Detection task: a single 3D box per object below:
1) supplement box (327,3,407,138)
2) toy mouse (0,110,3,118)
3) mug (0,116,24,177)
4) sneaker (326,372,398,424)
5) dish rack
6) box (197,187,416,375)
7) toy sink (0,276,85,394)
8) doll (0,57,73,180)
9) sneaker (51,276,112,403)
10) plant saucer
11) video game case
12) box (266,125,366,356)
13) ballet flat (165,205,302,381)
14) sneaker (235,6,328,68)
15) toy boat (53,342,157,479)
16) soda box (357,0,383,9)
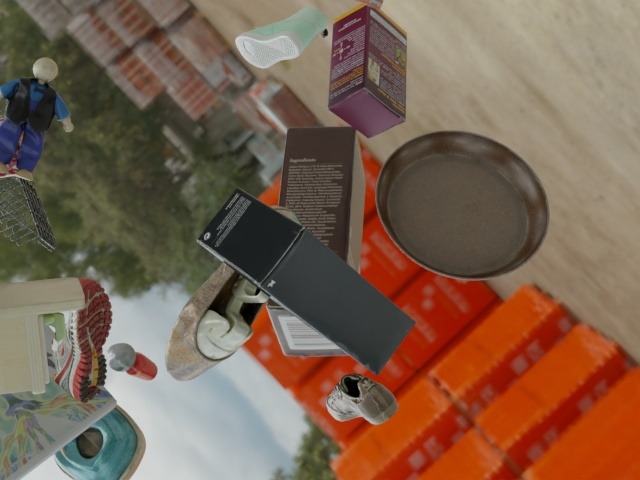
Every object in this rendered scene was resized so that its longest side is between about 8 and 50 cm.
[{"bbox_3d":[0.077,-0.273,1.761,0.104,0.081,0.188,32,-132,-37],"label":"supplement box"},{"bbox_3d":[-0.587,-0.188,1.857,0.143,0.161,0.031,59,152,2],"label":"toy mouse"},{"bbox_3d":[-0.547,-0.137,1.732,0.150,0.169,0.113,-90,-6,-75],"label":"mug"},{"bbox_3d":[0.051,0.223,1.626,0.071,0.066,0.188,56,156,-11],"label":"sneaker"},{"bbox_3d":[-0.654,-0.086,2.287,0.208,0.074,0.271,64,-173,32],"label":"dish rack"},{"bbox_3d":[-0.018,0.057,1.523,0.261,0.103,0.184,40,177,-38],"label":"box"},{"bbox_3d":[-0.447,0.140,1.543,0.153,0.234,0.131,-148,53,-70],"label":"toy sink"},{"bbox_3d":[-0.444,-0.190,1.695,0.129,0.189,0.046,16,178,-18],"label":"doll"},{"bbox_3d":[-0.419,0.166,1.877,0.093,0.225,0.088,21,-158,24],"label":"sneaker"},{"bbox_3d":[0.247,-0.057,1.942,0.310,0.310,0.050,47,155,20],"label":"plant saucer"},{"bbox_3d":[-0.590,0.283,2.003,0.300,0.329,0.036,45,141,10],"label":"video game case"},{"bbox_3d":[0.000,0.000,1.981,0.191,0.143,0.381,75,-165,-57],"label":"box"},{"bbox_3d":[-0.126,0.089,1.663,0.107,0.316,0.106,30,-179,-36],"label":"ballet flat"},{"bbox_3d":[-0.088,-0.499,2.681,0.256,0.151,0.094,7,133,49],"label":"sneaker"},{"bbox_3d":[-0.483,0.382,2.444,0.267,0.318,0.148,21,169,34],"label":"toy boat"},{"bbox_3d":[0.016,-0.414,1.670,0.183,0.063,0.058,20,-167,-14],"label":"soda box"}]
